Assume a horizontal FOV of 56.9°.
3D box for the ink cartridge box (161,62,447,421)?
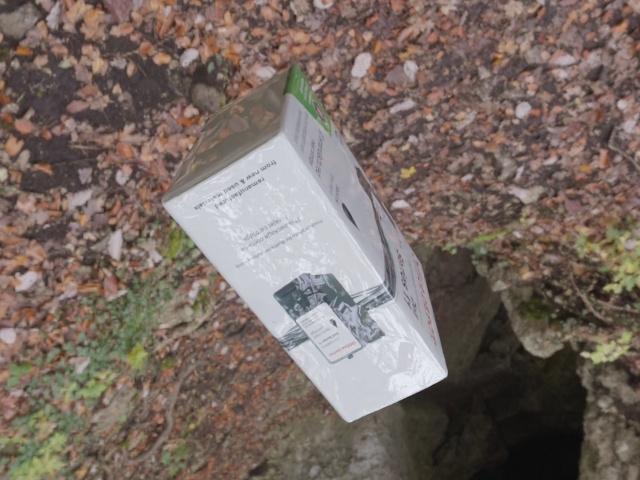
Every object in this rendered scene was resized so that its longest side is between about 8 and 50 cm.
[{"bbox_3d":[0.000,0.000,0.424,0.087,0.153,0.208,-27,117,16],"label":"ink cartridge box"}]
